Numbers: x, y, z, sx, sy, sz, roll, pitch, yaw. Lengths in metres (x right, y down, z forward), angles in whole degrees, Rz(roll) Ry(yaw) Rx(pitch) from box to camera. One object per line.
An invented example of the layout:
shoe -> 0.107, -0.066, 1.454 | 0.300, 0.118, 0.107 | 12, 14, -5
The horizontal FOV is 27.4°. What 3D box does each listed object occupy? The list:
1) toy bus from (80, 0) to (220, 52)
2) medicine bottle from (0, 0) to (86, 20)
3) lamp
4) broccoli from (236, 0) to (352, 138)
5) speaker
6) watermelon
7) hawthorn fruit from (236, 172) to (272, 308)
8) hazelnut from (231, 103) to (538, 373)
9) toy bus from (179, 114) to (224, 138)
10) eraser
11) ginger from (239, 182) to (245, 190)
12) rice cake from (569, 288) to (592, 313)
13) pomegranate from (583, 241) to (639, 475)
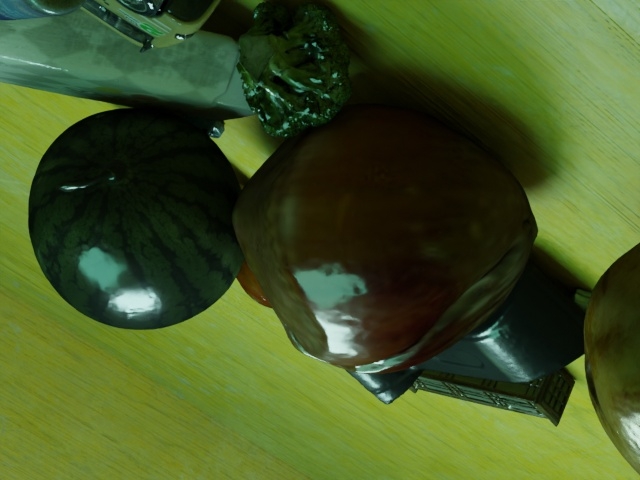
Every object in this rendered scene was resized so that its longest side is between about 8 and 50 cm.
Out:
toy bus -> -0.252, -0.352, 1.332 | 0.365, 0.177, 0.202 | 34, 163, -10
medicine bottle -> -0.296, -0.252, 1.248 | 0.203, 0.083, 0.083 | 11, 156, 51
lamp -> 0.273, 0.234, 2.256 | 0.325, 0.089, 0.090 | 9, 155, 43
broccoli -> -0.036, -0.199, 1.492 | 0.145, 0.162, 0.138 | -21, 161, 28
speaker -> 0.203, 0.145, 1.939 | 0.180, 0.184, 0.388 | 42, 159, -22
watermelon -> -0.232, -0.028, 1.670 | 0.278, 0.279, 0.359 | 22, 165, 12
hawthorn fruit -> 0.000, 0.000, 1.860 | 0.260, 0.224, 0.224 | 16, 166, -25
hazelnut -> 0.079, -0.008, 1.589 | 0.372, 0.315, 0.372 | -3, 158, -1
toy bus -> -0.240, -0.139, 1.930 | 0.134, 0.113, 0.246 | 35, 157, -11
eraser -> -0.266, -0.220, 1.575 | 0.396, 0.082, 0.213 | 9, 177, -25
ginger -> -0.151, -0.052, 2.042 | 0.190, 0.095, 0.069 | 18, 169, -42
rice cake -> 0.367, 0.108, 1.910 | 0.033, 0.029, 0.171 | 18, 161, 5
pomegranate -> 0.460, 0.130, 1.470 | 0.338, 0.338, 0.338 | 24, 160, 9
